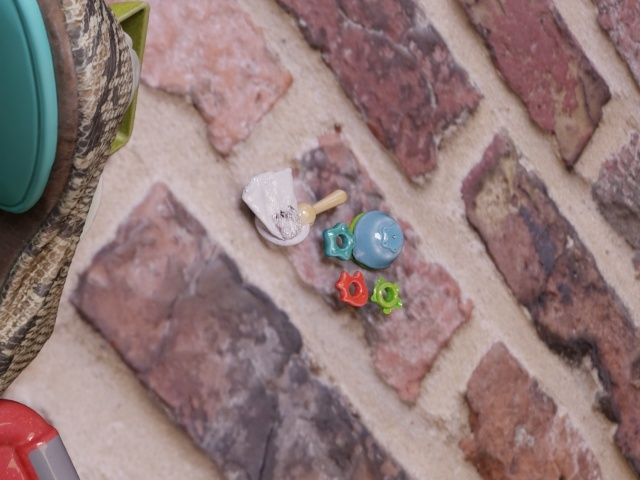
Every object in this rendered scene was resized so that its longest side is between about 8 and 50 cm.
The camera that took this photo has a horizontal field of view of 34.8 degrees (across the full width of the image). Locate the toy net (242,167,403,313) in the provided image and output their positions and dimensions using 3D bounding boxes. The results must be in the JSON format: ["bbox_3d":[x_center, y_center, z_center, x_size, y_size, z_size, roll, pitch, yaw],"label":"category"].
[{"bbox_3d":[0.000,0.000,1.109,0.232,0.045,0.122,21,74,-33],"label":"toy net"}]

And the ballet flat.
[{"bbox_3d":[-0.214,-0.056,0.717,0.164,0.483,0.182,38,45,9],"label":"ballet flat"}]

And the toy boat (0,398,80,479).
[{"bbox_3d":[-0.279,0.225,0.786,0.231,0.151,0.151,-30,103,-37],"label":"toy boat"}]

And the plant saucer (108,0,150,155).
[{"bbox_3d":[-0.235,-0.110,0.872,0.045,0.188,0.188,40,55,11],"label":"plant saucer"}]
